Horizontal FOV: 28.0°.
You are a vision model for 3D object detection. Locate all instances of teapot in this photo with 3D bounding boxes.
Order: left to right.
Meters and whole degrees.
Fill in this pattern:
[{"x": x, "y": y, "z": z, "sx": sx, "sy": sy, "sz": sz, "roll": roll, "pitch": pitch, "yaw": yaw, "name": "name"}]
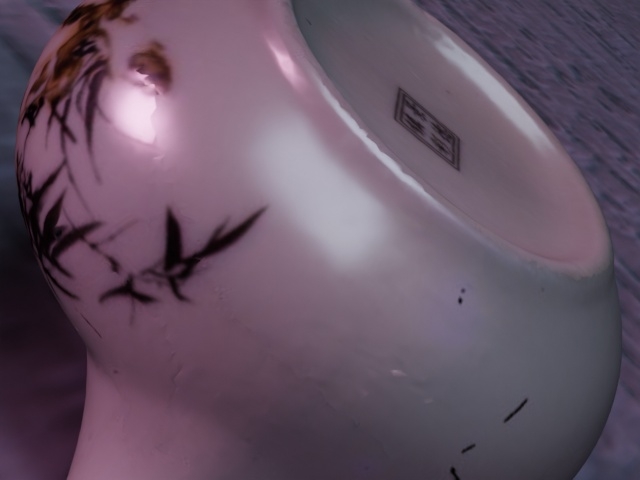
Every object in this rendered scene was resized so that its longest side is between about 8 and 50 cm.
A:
[{"x": 0.000, "y": 0.000, "z": 0.430, "sx": 0.208, "sy": 0.165, "sz": 0.299, "roll": 28, "pitch": 18, "yaw": -6, "name": "teapot"}]
